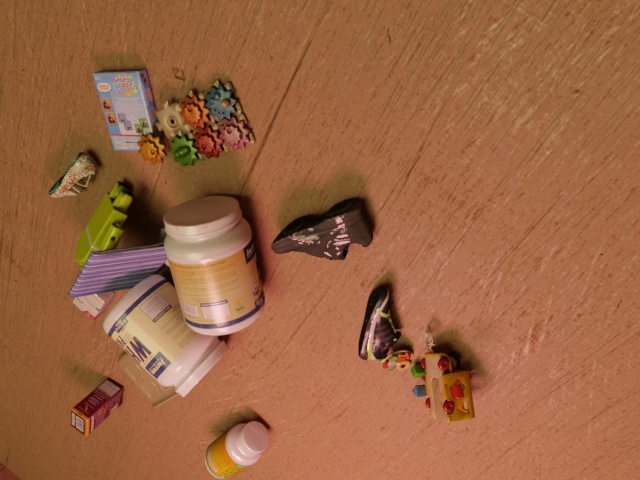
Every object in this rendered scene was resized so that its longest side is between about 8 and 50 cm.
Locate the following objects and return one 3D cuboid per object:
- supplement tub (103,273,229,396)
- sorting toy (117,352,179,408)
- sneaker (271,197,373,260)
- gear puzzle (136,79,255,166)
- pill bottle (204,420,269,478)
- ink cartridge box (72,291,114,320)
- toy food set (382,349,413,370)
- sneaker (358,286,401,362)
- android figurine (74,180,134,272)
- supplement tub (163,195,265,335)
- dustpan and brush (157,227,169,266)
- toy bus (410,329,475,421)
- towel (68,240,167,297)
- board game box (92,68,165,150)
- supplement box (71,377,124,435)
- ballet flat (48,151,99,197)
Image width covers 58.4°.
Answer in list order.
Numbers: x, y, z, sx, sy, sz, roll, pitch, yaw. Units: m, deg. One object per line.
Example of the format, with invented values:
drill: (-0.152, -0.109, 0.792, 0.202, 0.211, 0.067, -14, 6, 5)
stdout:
supplement tub: (-0.458, 0.286, 1.724, 0.325, 0.235, 0.235, 43, 128, 1)
sorting toy: (-0.573, 0.452, 2.009, 0.307, 0.041, 0.229, -34, 93, 37)
sneaker: (0.000, 0.000, 1.402, 0.286, 0.109, 0.130, -16, 114, 36)
gear puzzle: (-0.339, -0.273, 1.438, 0.338, 0.044, 0.176, -13, 110, 25)
pill bottle: (-0.276, 0.698, 1.920, 0.136, 0.136, 0.245, 45, 128, -1)
ink cartridge box: (-0.776, 0.197, 1.959, 0.099, 0.056, 0.135, 45, 129, -1)
toy food set: (0.202, 0.313, 1.490, 0.082, 0.020, 0.083, -2, 137, -17)
sneaker: (0.161, 0.216, 1.465, 0.097, 0.084, 0.235, 8, 124, -4)
android figurine: (-0.622, -0.033, 1.638, 0.056, 0.248, 0.273, 28, 95, -34)
supplement tub: (-0.279, 0.063, 1.504, 0.228, 0.228, 0.316, 6, 119, 26)
dustpan and brush: (-0.382, 0.059, 1.676, 0.211, 0.060, 0.147, 42, 139, 9)
toy bus: (0.321, 0.347, 1.418, 0.104, 0.191, 0.202, -2, 127, -20)
towel: (-0.576, 0.080, 1.650, 0.336, 0.243, 0.040, -37, 68, 49)
board game box: (-0.508, -0.343, 1.519, 0.160, 0.039, 0.212, 6, 120, 25)
supplement box: (-0.836, 0.621, 2.147, 0.080, 0.188, 0.104, 28, 126, 13)
ballet flat: (-0.740, -0.178, 1.716, 0.077, 0.091, 0.241, 38, 135, -24)
